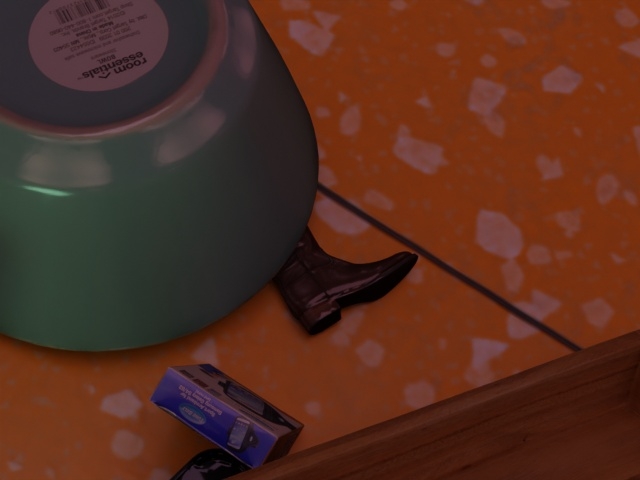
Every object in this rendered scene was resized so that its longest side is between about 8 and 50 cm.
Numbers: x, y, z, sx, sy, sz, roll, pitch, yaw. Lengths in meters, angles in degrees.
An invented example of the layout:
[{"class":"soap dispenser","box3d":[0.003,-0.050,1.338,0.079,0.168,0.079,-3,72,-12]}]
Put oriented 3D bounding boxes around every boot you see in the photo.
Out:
[{"class":"boot","box3d":[0.000,0.000,0.972,0.106,0.037,0.114,-28,65,-22]}]

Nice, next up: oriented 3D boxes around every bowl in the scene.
[{"class":"bowl","box3d":[-0.154,-0.098,0.909,0.311,0.163,0.311,1,60,-1]}]

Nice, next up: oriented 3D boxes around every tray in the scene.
[{"class":"tray","box3d":[0.119,0.178,0.765,0.411,0.076,0.203,-15,37,-35]}]

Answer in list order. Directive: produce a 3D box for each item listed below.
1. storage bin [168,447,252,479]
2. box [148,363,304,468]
[{"class":"storage bin","box3d":[-0.085,0.232,0.806,0.122,0.084,0.180,41,63,13]},{"class":"box","box3d":[-0.058,0.110,0.847,0.081,0.136,0.028,32,88,8]}]
